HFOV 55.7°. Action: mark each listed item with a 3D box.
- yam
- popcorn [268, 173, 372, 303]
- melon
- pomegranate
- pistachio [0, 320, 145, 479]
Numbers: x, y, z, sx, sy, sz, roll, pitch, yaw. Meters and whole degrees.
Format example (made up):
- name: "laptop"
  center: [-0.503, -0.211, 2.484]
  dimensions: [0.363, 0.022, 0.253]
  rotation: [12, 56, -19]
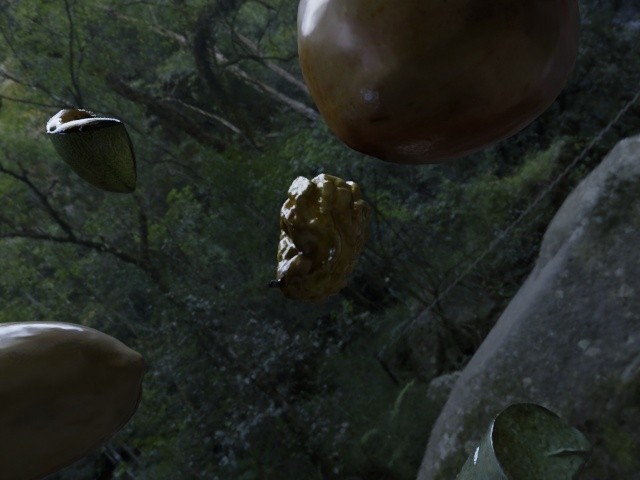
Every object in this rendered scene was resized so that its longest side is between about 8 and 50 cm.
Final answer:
- name: "yam"
  center: [0.116, 0.179, 0.399]
  dimensions: [0.068, 0.068, 0.169]
  rotation: [-38, -27, -42]
- name: "popcorn"
  center: [0.002, -0.001, 0.914]
  dimensions: [0.163, 0.140, 0.194]
  rotation: [-1, -79, -84]
- name: "melon"
  center: [-0.295, -0.108, 0.788]
  dimensions: [0.079, 0.160, 0.128]
  rotation: [-30, -63, -25]
- name: "pomegranate"
  center: [0.118, -0.191, 0.542]
  dimensions: [0.252, 0.229, 0.270]
  rotation: [-22, 6, -38]
- name: "pistachio"
  center: [-0.348, 0.182, 0.679]
  dimensions: [0.292, 0.182, 0.162]
  rotation: [-8, -18, -29]
